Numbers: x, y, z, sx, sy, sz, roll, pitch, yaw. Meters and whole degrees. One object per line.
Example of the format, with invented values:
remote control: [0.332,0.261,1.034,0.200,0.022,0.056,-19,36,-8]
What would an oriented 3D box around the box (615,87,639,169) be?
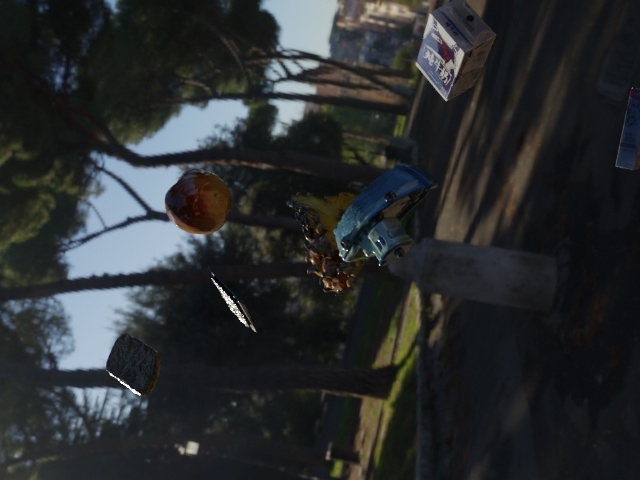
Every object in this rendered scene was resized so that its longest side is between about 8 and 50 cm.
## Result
box: [0.855,-0.303,2.089,0.039,0.055,0.218,-14,-65,-46]

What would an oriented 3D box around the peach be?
peach: [-0.330,-0.104,2.099,0.184,0.184,0.184,-167,90,-90]

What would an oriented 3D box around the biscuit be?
biscuit: [-0.471,0.310,1.941,0.247,0.029,0.118,16,81,49]

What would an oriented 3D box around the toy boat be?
toy boat: [0.101,-0.022,1.087,0.102,0.088,0.215,59,139,21]

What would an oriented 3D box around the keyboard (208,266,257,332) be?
keyboard: [-0.129,0.092,1.139,0.015,0.074,0.196,-46,-14,-13]

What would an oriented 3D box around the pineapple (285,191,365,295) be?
pineapple: [0.000,0.003,1.386,0.250,0.164,0.140,-95,26,-57]

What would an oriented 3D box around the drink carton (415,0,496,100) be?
drink carton: [0.320,-0.457,1.842,0.134,0.101,0.222,56,166,16]
